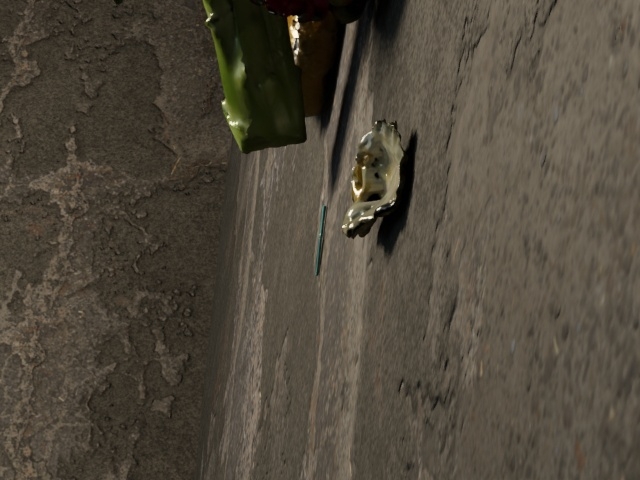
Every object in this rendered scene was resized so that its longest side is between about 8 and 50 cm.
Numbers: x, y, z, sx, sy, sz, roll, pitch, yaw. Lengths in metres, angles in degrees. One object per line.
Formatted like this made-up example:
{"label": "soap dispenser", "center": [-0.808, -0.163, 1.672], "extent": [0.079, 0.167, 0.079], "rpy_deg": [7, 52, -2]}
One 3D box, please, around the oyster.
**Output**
{"label": "oyster", "center": [0.049, -0.048, 1.352], "extent": [0.121, 0.045, 0.146], "rpy_deg": [-91, 19, -66]}

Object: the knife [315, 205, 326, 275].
{"label": "knife", "center": [0.000, 0.000, 1.810], "extent": [0.014, 0.005, 0.091], "rpy_deg": [129, 148, -79]}

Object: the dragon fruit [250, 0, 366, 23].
{"label": "dragon fruit", "center": [-0.013, -0.347, 1.638], "extent": [0.198, 0.218, 0.273], "rpy_deg": [-42, -4, 10]}

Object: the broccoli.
{"label": "broccoli", "center": [-0.084, -0.345, 1.815], "extent": [0.353, 0.397, 0.275], "rpy_deg": [-45, 16, -5]}

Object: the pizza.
{"label": "pizza", "center": [-0.017, -0.332, 2.041], "extent": [0.392, 0.080, 0.435], "rpy_deg": [-90, 10, -49]}
